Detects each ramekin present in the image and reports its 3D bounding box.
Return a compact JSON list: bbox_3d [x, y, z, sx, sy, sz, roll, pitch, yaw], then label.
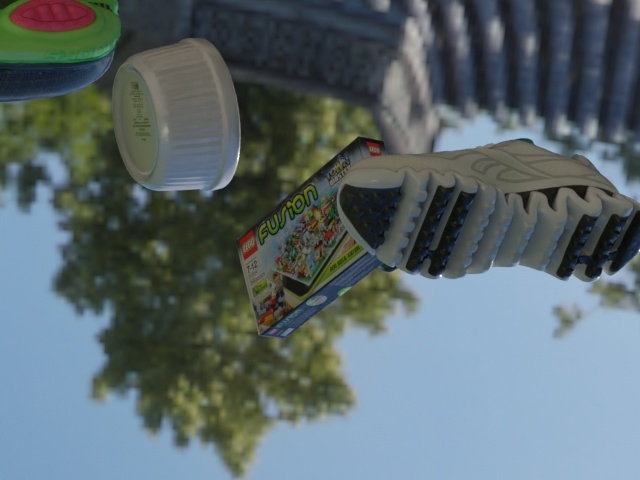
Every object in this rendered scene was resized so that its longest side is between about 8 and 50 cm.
[{"bbox_3d":[-0.198,-0.162,2.378,0.109,0.207,0.207,-10,-151,-25],"label":"ramekin"}]

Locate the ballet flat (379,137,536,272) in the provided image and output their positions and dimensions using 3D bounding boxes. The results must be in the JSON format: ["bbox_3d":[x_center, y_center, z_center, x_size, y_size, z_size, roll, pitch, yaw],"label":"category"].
[{"bbox_3d":[0.173,-0.040,2.344,0.280,0.096,0.095,-26,-157,-19],"label":"ballet flat"}]

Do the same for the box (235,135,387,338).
[{"bbox_3d":[0.000,0.000,1.762,0.036,0.207,0.114,9,-125,-40],"label":"box"}]

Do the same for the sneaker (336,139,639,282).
[{"bbox_3d":[0.139,-0.036,1.549,0.292,0.110,0.118,6,-140,-27],"label":"sneaker"}]

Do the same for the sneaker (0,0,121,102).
[{"bbox_3d":[-0.360,-0.107,1.331,0.483,0.202,0.185,-12,-137,16],"label":"sneaker"}]
